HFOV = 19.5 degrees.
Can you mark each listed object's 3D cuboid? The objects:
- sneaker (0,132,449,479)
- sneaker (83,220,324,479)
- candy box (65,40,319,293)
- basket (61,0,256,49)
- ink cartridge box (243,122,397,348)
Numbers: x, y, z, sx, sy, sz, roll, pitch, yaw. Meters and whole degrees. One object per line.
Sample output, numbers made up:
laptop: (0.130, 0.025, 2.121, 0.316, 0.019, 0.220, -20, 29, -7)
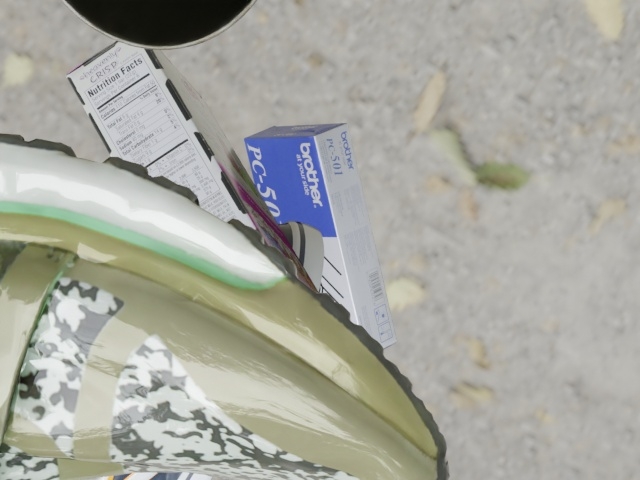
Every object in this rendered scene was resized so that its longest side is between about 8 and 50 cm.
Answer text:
sneaker: (-0.168, 0.060, 0.573, 0.410, 0.182, 0.158, 13, 161, 4)
sneaker: (-0.116, 0.107, 1.531, 0.127, 0.126, 0.321, 22, 115, -20)
candy box: (-0.086, -0.027, 1.393, 0.233, 0.071, 0.159, 60, -176, 25)
basket: (-0.060, -0.256, 1.086, 0.154, 0.227, 0.204, 21, 134, 3)
ink cartridge box: (0.000, 0.000, 1.675, 0.097, 0.046, 0.207, 2, 110, 47)
